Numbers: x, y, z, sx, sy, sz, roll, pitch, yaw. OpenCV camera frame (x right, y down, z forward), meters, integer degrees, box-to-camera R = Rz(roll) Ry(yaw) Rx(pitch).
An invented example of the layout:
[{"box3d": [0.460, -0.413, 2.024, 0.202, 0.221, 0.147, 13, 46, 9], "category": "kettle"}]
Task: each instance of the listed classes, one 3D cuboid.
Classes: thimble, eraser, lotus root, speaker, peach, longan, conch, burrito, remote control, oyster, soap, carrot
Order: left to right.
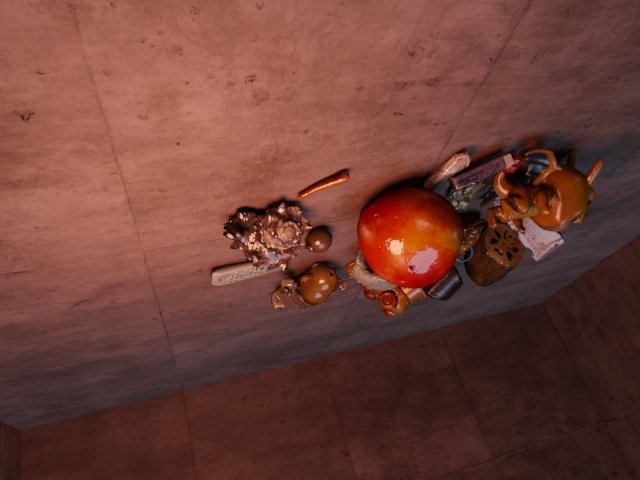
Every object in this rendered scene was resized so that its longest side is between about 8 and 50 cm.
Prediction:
[{"box3d": [-0.285, 0.113, 1.951, 0.293, 0.051, 0.103, -11, 154, -22], "category": "remote control"}, {"box3d": [-0.166, -0.022, 1.636, 0.312, 0.186, 0.241, 7, 121, -9], "category": "conch"}, {"box3d": [0.000, 0.000, 1.862, 0.113, 0.092, 0.113, -26, 153, -14], "category": "longan"}, {"box3d": [0.006, -0.177, 1.590, 0.190, 0.037, 0.037, -20, 154, 13], "category": "carrot"}, {"box3d": [0.255, 0.100, 2.090, 0.249, 0.205, 0.172, -20, 154, 0], "category": "thimble"}, {"box3d": [0.305, -0.015, 1.752, 0.387, 0.389, 0.388, -14, 154, -7], "category": "peach"}, {"box3d": [0.604, 0.204, 2.382, 0.180, 0.184, 0.388, -49, 179, 8], "category": "speaker"}, {"box3d": [0.437, -0.240, 1.712, 0.064, 0.064, 0.203, 6, 148, -39], "category": "burrito"}, {"box3d": [0.566, -0.171, 1.910, 0.163, 0.081, 0.191, -31, 155, 16], "category": "oyster"}, {"box3d": [0.558, -0.247, 1.734, 0.212, 0.046, 0.092, -25, -167, 6], "category": "eraser"}, {"box3d": [0.814, 0.085, 2.370, 0.250, 0.251, 0.346, -14, 154, -8], "category": "lotus root"}, {"box3d": [0.892, -0.072, 2.104, 0.158, 0.258, 0.302, -33, 150, 30], "category": "soap"}]

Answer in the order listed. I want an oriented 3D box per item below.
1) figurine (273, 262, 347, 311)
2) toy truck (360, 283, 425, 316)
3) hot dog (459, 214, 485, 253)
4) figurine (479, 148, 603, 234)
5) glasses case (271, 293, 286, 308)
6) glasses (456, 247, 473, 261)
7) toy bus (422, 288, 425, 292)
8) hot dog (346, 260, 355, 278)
[{"box3d": [-0.037, 0.202, 2.152, 0.342, 0.167, 0.284, -22, 172, -44], "category": "figurine"}, {"box3d": [0.333, 0.231, 2.351, 0.211, 0.288, 0.204, -42, 154, -6], "category": "toy truck"}, {"box3d": [0.599, -0.024, 2.166, 0.271, 0.122, 0.196, -11, 143, -10], "category": "hot dog"}, {"box3d": [0.827, -0.182, 1.841, 0.386, 0.268, 0.401, -11, 150, -10], "category": "figurine"}, {"box3d": [-0.112, 0.270, 2.326, 0.247, 0.087, 0.065, -4, 156, -22], "category": "glasses case"}, {"box3d": [0.584, 0.063, 2.325, 0.238, 0.103, 0.207, 3, 159, -2], "category": "glasses"}, {"box3d": [0.505, 0.225, 2.602, 0.184, 0.106, 0.090, -23, -164, 8], "category": "toy bus"}, {"box3d": [0.243, 0.104, 2.250, 0.268, 0.072, 0.115, -22, 146, 9], "category": "hot dog"}]
